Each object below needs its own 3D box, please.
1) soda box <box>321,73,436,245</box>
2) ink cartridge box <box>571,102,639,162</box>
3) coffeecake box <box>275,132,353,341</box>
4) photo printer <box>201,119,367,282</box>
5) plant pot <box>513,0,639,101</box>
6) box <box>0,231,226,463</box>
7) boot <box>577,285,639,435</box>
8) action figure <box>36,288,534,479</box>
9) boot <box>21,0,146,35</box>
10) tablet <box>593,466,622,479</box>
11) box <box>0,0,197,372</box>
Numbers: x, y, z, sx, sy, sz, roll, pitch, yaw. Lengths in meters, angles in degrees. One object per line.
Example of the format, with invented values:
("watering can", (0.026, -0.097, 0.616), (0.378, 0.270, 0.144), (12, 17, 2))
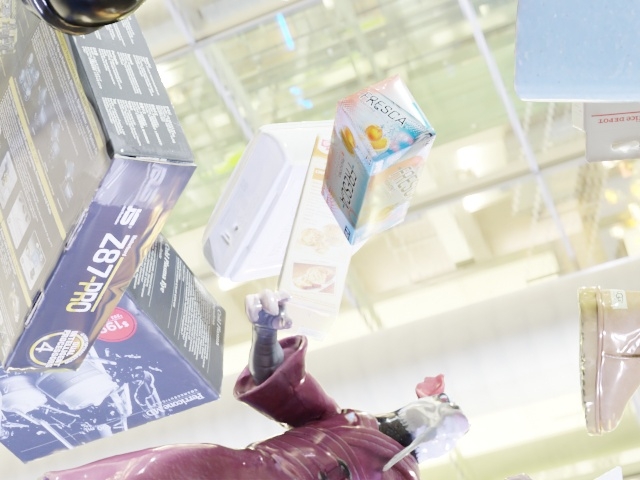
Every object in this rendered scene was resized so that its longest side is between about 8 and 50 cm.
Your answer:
("soda box", (0.045, -0.063, 0.935), (0.063, 0.058, 0.183), (61, 167, 16))
("ink cartridge box", (0.362, -0.191, 1.356), (0.060, 0.104, 0.180), (-103, 8, -75))
("coffeecake box", (0.000, 0.000, 1.189), (0.142, 0.068, 0.185), (110, 174, -73))
("photo printer", (-0.005, -0.066, 1.678), (0.307, 0.256, 0.107), (-10, -129, -44))
("plant pot", (0.271, -0.198, 0.583), (0.248, 0.252, 0.247), (-25, -59, -53))
("box", (-0.355, 0.120, 1.560), (0.312, 0.343, 0.179), (55, -158, -39))
("boot", (0.431, 0.138, 1.258), (0.236, 0.269, 0.089), (76, -164, -44))
("action figure", (-0.016, 0.202, 0.794), (0.370, 0.276, 0.248), (-16, -127, -41))
("boot", (-0.071, -0.262, 0.751), (0.131, 0.348, 0.260), (3, -151, -49))
("tablet", (0.350, 0.323, 1.401), (0.006, 0.083, 0.054), (23, 128, 54))
("box", (-0.287, -0.110, 1.166), (0.097, 0.318, 0.395), (3, -134, -36))
